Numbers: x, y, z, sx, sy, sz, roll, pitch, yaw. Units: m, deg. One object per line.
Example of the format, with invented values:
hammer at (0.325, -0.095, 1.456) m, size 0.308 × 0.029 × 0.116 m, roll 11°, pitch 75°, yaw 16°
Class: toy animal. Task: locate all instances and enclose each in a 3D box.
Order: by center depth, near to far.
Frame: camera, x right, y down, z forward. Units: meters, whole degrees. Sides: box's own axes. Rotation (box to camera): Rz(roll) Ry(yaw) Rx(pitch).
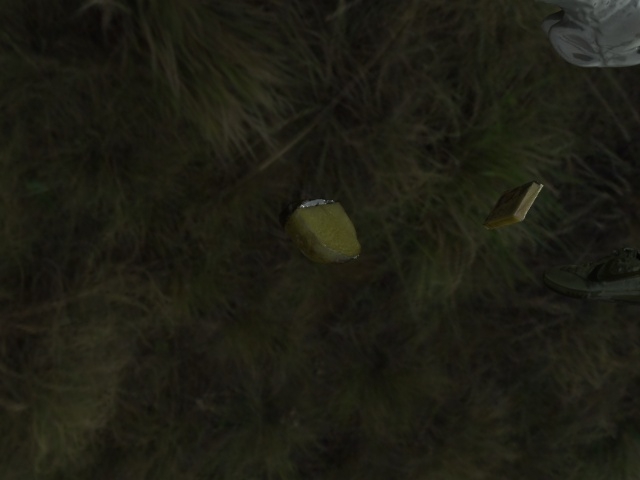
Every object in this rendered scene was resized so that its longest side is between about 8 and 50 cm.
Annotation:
toy animal at (0.445, -0.428, 1.607) m, size 0.258 × 0.194 × 0.357 m, roll -37°, pitch 117°, yaw 8°

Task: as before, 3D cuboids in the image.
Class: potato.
potato at (0.000, 0.000, 1.315) m, size 0.096 × 0.103 × 0.066 m, roll -3°, pitch 144°, yaw -41°

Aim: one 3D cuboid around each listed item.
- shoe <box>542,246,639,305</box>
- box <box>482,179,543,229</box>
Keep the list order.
shoe at (0.511, 0.058, 1.612) m, size 0.103 × 0.274 × 0.098 m, roll 4°, pitch 89°, yaw -55°
box at (0.321, -0.058, 1.589) m, size 0.020 × 0.149 × 0.073 m, roll 34°, pitch 79°, yaw -6°
